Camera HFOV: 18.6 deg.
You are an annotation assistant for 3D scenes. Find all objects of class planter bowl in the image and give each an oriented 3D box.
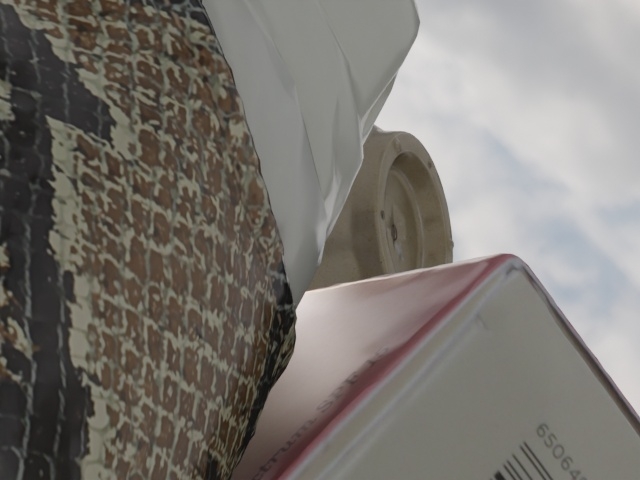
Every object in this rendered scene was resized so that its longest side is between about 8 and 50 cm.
[{"bbox_3d":[0.000,0.000,0.965,0.162,0.109,0.162,-8,-90,-66],"label":"planter bowl"}]

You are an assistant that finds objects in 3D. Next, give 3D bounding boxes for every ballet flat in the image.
[{"bbox_3d":[-0.083,-0.077,0.539,0.483,0.182,0.164,-130,24,-53],"label":"ballet flat"}]

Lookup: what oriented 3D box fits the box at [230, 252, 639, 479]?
[{"bbox_3d":[-0.018,0.105,0.572,0.148,0.232,0.127,-44,-74,-28],"label":"box"}]
